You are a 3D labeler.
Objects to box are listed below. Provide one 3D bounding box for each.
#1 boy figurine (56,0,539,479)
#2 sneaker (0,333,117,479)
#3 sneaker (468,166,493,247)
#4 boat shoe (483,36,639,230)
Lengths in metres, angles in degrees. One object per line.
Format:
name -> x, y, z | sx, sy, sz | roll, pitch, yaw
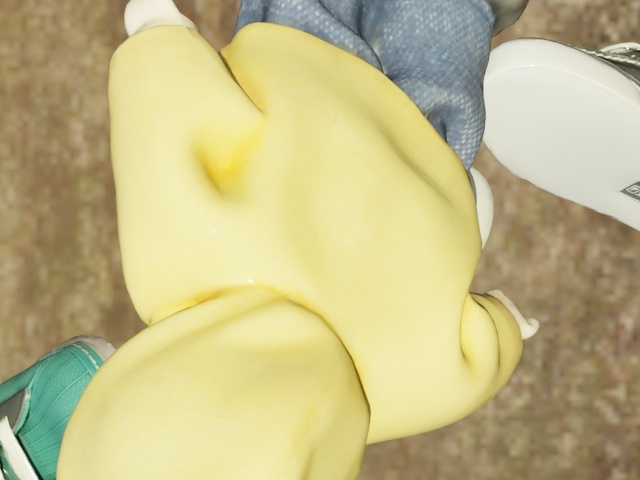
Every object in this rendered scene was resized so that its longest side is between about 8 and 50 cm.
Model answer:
boy figurine -> 0.000, 0.000, 0.612 | 0.092, 0.177, 0.285 | -30, 32, 42
sneaker -> -0.187, 0.144, 1.100 | 0.108, 0.121, 0.302 | 59, 147, 3
sneaker -> -0.034, 0.041, 1.305 | 0.321, 0.127, 0.126 | -47, 42, 27
boat shoe -> 0.212, -0.086, 1.326 | 0.108, 0.301, 0.102 | -28, 52, 39
